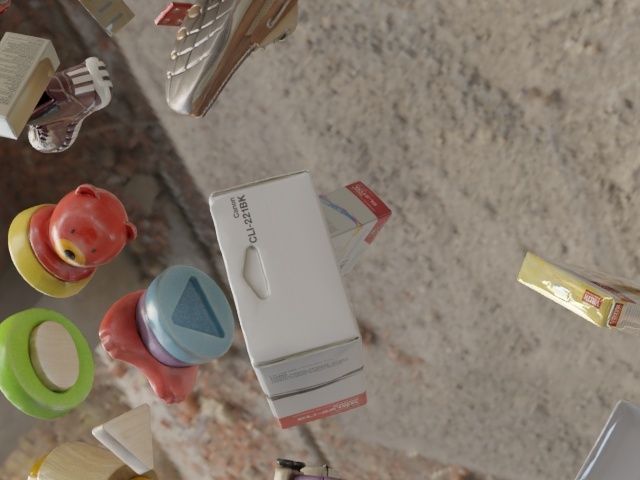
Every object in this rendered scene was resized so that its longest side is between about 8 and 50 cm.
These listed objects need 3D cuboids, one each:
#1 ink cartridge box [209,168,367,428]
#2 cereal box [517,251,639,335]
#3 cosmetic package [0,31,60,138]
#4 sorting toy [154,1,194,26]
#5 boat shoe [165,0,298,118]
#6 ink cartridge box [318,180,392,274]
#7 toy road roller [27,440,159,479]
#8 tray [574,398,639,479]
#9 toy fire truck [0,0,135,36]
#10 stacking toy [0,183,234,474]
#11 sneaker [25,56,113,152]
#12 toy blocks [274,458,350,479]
[{"bbox_3d":[-0.030,0.072,1.320,0.273,0.114,0.197,79,175,-69],"label":"ink cartridge box"},{"bbox_3d":[0.400,0.082,1.590,0.240,0.047,0.173,14,-169,-34],"label":"cereal box"},{"bbox_3d":[-0.341,-0.172,1.339,0.060,0.115,0.041,14,150,15],"label":"cosmetic package"},{"bbox_3d":[-0.127,-0.385,1.683,0.274,0.132,0.046,-39,68,41],"label":"sorting toy"},{"bbox_3d":[-0.080,-0.290,1.521,0.116,0.324,0.123,28,-176,-35],"label":"boat shoe"},{"bbox_3d":[0.000,0.000,1.666,0.072,0.175,0.127,46,125,16],"label":"ink cartridge box"},{"bbox_3d":[-0.317,0.459,1.610,0.202,0.240,0.329,8,118,39],"label":"toy road roller"},{"bbox_3d":[0.344,0.325,1.378,0.145,0.270,0.030,28,-170,9],"label":"tray"},{"bbox_3d":[-0.365,-0.324,1.460,0.217,0.158,0.246,-39,95,18],"label":"toy fire truck"},{"bbox_3d":[-0.235,0.099,1.454,0.130,0.279,0.309,-30,125,34],"label":"stacking toy"},{"bbox_3d":[-0.470,-0.214,1.997,0.281,0.162,0.106,-34,79,51],"label":"sneaker"},{"bbox_3d":[0.091,0.415,1.330,0.260,0.309,0.288,4,169,19],"label":"toy blocks"}]
